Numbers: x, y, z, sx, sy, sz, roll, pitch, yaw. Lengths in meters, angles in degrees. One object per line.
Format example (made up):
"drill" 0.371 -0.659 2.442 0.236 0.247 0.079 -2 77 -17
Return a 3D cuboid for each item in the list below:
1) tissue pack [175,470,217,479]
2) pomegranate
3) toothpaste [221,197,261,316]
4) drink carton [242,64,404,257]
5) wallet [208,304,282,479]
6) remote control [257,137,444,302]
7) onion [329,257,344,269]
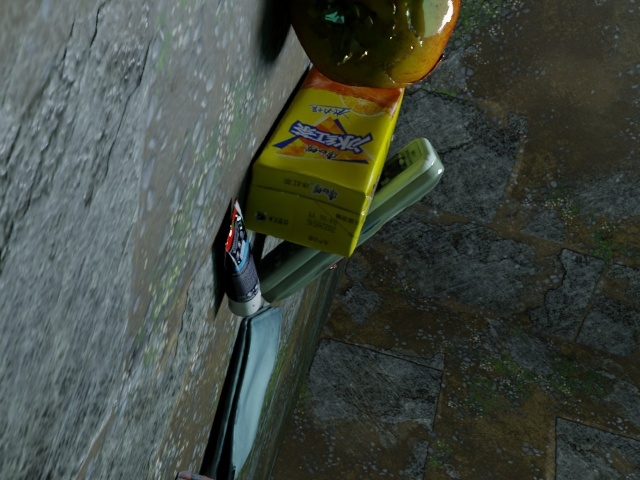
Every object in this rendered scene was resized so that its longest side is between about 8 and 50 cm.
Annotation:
"tissue pack" -0.131 0.371 1.366 0.109 0.148 0.060 96 9 -68
"pomegranate" 0.058 -0.274 1.147 0.235 0.210 0.210 -41 149 -56
"toothpaste" -0.102 0.027 1.222 0.193 0.045 0.071 87 10 -58
"drink carton" 0.015 -0.125 1.379 0.351 0.154 0.111 -68 172 -57
"wallet" -0.125 0.260 1.664 0.251 0.054 0.291 -38 142 -85
"remote control" 0.043 -0.026 1.483 0.335 0.065 0.128 -38 -166 13
"onion" 0.000 0.000 1.856 0.131 0.131 0.131 16 90 -86
